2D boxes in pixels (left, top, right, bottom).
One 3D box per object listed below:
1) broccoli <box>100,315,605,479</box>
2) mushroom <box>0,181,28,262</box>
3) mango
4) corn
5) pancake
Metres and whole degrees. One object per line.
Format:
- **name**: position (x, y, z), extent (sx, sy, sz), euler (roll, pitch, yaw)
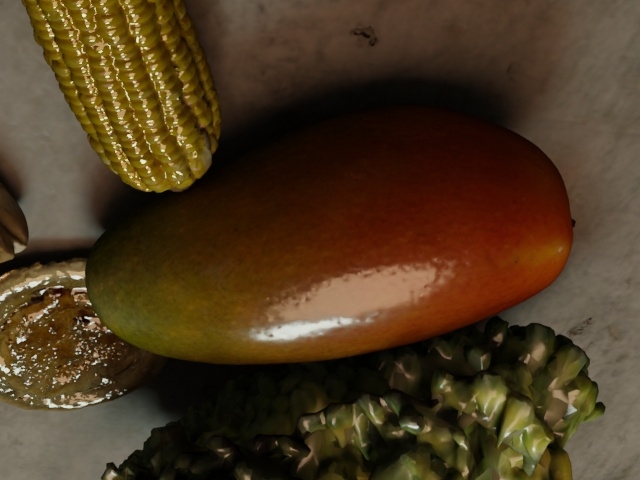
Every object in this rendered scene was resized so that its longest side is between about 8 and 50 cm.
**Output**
- **broccoli**: position (0.023, 0.167, 0.738), extent (0.334, 0.272, 0.324), euler (-10, 130, -41)
- **mushroom**: position (-0.252, 0.044, 0.671), extent (0.097, 0.088, 0.212), euler (22, 119, -42)
- **mango**: position (0.003, 0.004, 0.653), extent (0.289, 0.146, 0.129), euler (-19, 143, 0)
- **corn**: position (-0.106, -0.117, 0.561), extent (0.080, 0.080, 0.238), euler (-16, 132, 1)
- **pancake**: position (-0.170, 0.065, 0.755), extent (0.151, 0.025, 0.152), euler (-7, 136, -7)
